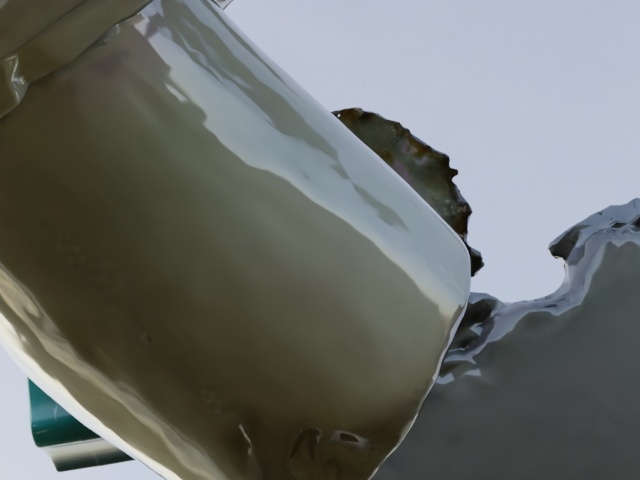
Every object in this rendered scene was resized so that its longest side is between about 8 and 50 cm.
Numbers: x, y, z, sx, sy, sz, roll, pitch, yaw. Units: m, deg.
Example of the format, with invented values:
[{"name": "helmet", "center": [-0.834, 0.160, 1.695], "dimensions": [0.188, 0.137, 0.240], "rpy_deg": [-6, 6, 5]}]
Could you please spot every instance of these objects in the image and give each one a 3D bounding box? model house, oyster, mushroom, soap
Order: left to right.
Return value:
[{"name": "mushroom", "center": [-0.114, -0.101, 0.519], "dimensions": [0.353, 0.325, 0.353], "rpy_deg": [2, -42, 2]}, {"name": "model house", "center": [-0.180, 0.117, 1.402], "dimensions": [0.100, 0.149, 0.127], "rpy_deg": [-9, -67, 3]}, {"name": "oyster", "center": [0.000, 0.000, 1.463], "dimensions": [0.259, 0.198, 0.092], "rpy_deg": [-23, -2, -15]}, {"name": "soap", "center": [0.066, 0.219, 0.917], "dimensions": [0.350, 0.213, 0.435], "rpy_deg": [-33, -19, -11]}]
